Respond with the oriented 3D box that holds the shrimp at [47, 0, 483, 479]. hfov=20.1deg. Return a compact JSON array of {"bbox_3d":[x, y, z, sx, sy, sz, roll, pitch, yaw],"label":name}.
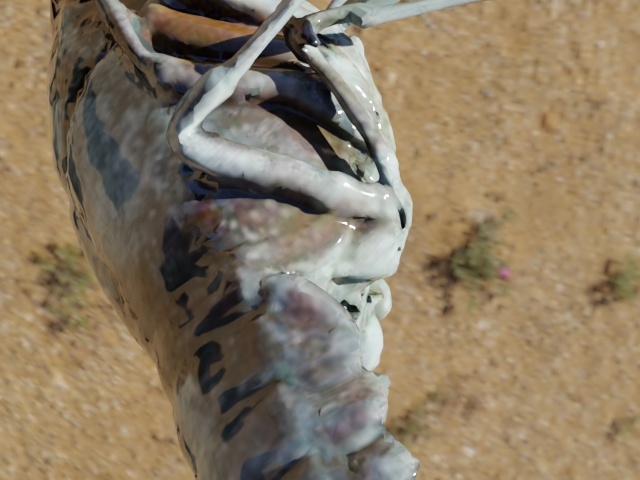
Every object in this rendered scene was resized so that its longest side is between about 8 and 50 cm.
[{"bbox_3d":[-0.005,-0.002,0.609,0.166,0.410,0.221,-3,138,-13],"label":"shrimp"}]
